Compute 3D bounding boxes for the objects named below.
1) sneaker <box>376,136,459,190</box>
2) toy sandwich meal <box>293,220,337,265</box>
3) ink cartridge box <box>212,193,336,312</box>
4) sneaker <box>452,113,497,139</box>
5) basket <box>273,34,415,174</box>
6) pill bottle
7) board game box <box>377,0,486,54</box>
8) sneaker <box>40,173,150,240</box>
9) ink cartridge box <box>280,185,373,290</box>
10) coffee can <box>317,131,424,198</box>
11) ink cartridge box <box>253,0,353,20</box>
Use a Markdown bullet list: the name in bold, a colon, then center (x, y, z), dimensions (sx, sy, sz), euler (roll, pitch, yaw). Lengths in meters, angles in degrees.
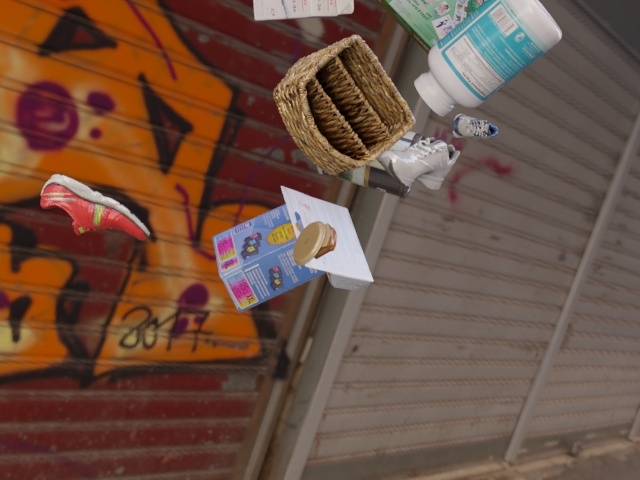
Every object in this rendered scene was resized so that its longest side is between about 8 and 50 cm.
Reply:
- **sneaker**: center (0.246, -0.207, 1.839), dimensions (0.111, 0.129, 0.297), euler (48, 26, 22)
- **toy sandwich meal**: center (-0.009, 0.006, 1.140), dimensions (0.029, 0.085, 0.085), euler (30, 1, -27)
- **ink cartridge box**: center (-0.111, 0.018, 2.212), dimensions (0.396, 0.151, 0.270), euler (-23, 29, -2)
- **sneaker**: center (0.335, -0.245, 1.577), dimensions (0.058, 0.052, 0.135), euler (8, 8, 44)
- **basket**: center (0.055, -0.328, 1.856), dimensions (0.223, 0.213, 0.299), euler (-9, -53, 44)
- **pill bottle**: center (0.306, -0.352, 1.380), dimensions (0.146, 0.264, 0.146), euler (38, 30, -26)
- **board game box**: center (0.252, -0.535, 1.563), dimensions (0.317, 0.213, 0.046), euler (56, -1, 30)
- **sneaker**: center (-0.568, -0.059, 1.841), dimensions (0.279, 0.118, 0.107), euler (28, -9, -14)
- **ink cartridge box**: center (0.000, 0.000, 1.503), dimensions (0.232, 0.066, 0.189), euler (11, 53, -48)
- **coffee can**: center (0.153, -0.259, 2.207), dimensions (0.275, 0.201, 0.201), euler (18, 7, 12)
- **ink cartridge box**: center (-0.034, -0.448, 1.279), dimensions (0.067, 0.115, 0.198), euler (-18, 21, -41)
